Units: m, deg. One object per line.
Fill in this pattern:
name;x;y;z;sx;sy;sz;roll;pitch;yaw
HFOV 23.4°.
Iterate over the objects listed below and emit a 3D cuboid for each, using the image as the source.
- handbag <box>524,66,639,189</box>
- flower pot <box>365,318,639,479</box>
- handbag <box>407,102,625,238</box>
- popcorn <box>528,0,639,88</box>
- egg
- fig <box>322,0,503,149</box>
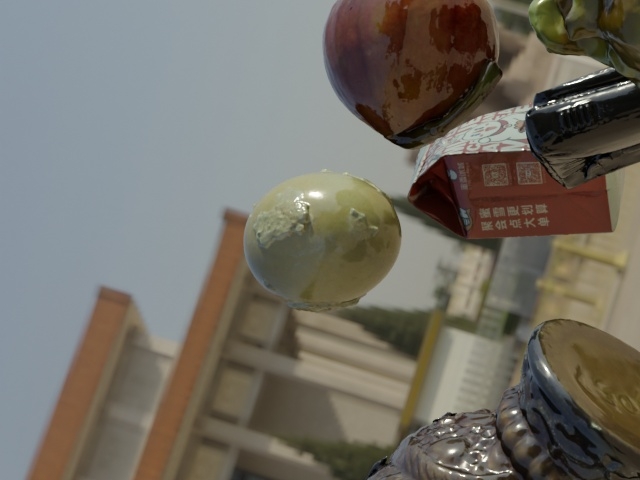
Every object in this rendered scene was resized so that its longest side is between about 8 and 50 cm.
handbag;0.386;-0.148;1.838;0.244;0.275;0.088;33;-140;-69
flower pot;0.195;0.226;1.361;0.267;0.267;0.266;-54;1;24
handbag;0.273;-0.099;2.177;0.171;0.298;0.151;-65;-33;-55
popcorn;0.370;-0.278;1.523;0.274;0.279;0.335;-57;-9;-1
egg;0.003;0.001;1.767;0.164;0.201;0.164;11;-105;-45
fig;0.097;-0.194;1.652;0.205;0.205;0.205;17;-90;-83
